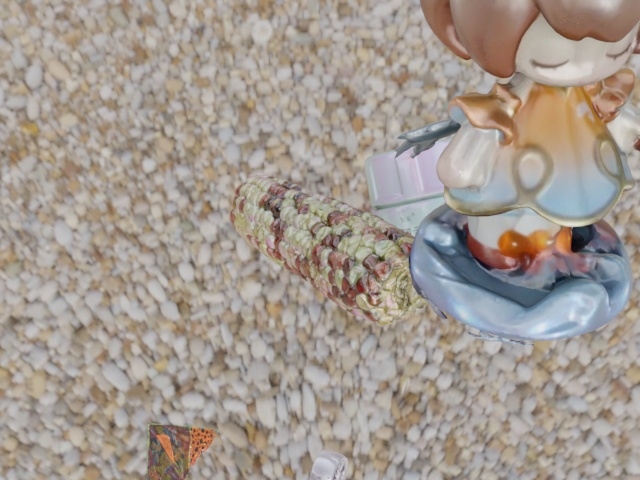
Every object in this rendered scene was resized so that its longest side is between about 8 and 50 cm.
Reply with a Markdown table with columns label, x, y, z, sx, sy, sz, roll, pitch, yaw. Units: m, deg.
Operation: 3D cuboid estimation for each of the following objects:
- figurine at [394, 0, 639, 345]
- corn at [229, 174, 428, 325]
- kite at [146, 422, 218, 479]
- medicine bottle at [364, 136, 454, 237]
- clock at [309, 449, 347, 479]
| label | x | y | z | sx | sy | sz | roll | pitch | yaw |
| --- | --- | --- | --- | --- | --- | --- | --- | --- | --- |
| figurine | 0.166 | -0.149 | 0.915 | 0.276 | 0.388 | 0.248 | -14 | 40 | -17 |
| corn | 0.000 | 0.000 | 1.171 | 0.092 | 0.092 | 0.280 | -48 | 43 | -13 |
| kite | -0.219 | 0.304 | 1.723 | 0.008 | 0.125 | 0.222 | -6 | 34 | 33 |
| medicine bottle | 0.126 | -0.028 | 1.420 | 0.135 | 0.135 | 0.169 | -12 | 90 | -4 |
| clock | -0.004 | 0.274 | 1.202 | 0.041 | 0.087 | 0.129 | 15 | 76 | 23 |
